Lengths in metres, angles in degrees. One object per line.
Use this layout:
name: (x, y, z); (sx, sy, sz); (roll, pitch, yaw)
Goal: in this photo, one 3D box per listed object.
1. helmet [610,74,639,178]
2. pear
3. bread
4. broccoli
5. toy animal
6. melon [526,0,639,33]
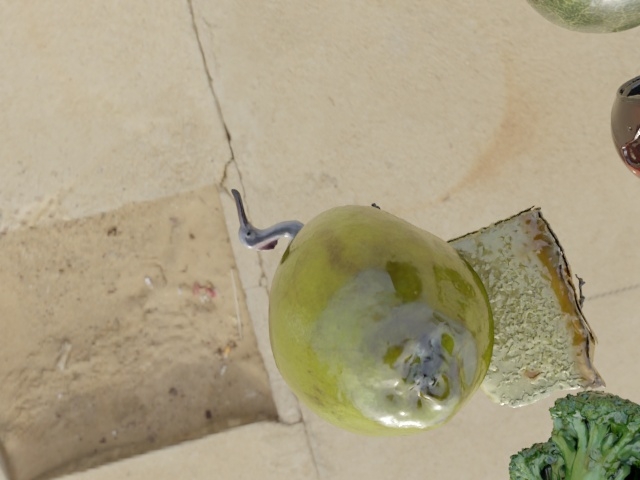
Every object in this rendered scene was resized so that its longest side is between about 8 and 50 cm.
helmet: (0.562, -0.180, 1.355); (0.189, 0.216, 0.193); (-24, 149, -11)
pear: (0.084, 0.122, 1.294); (0.352, 0.413, 0.352); (-3, 115, -6)
bread: (0.353, 0.110, 1.543); (0.248, 0.279, 0.315); (-20, 91, 14)
broccoli: (0.273, 0.298, 0.829); (0.269, 0.254, 0.269); (-28, 133, -34)
toy animal: (-0.016, 0.020, 1.506); (0.324, 0.090, 0.195); (6, 100, -19)
melon: (0.332, -0.365, 0.999); (0.237, 0.302, 0.237); (6, 112, 15)
